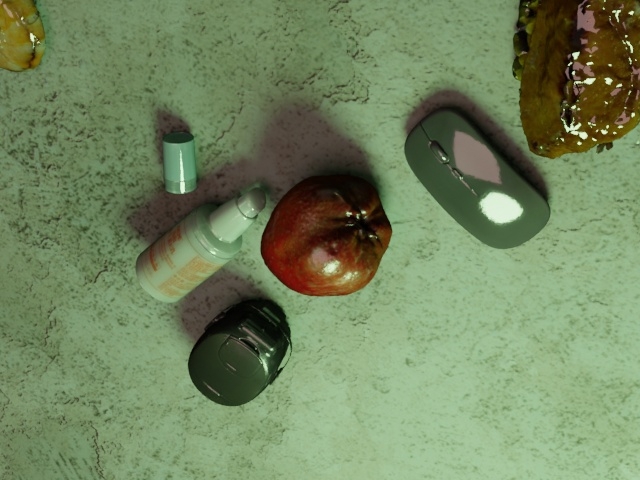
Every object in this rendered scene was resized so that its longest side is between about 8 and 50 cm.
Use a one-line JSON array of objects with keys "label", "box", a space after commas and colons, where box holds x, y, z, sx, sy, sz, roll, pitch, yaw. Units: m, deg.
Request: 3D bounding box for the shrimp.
[{"label": "shrimp", "box": [-0.517, -0.385, 1.601, 0.152, 0.063, 0.287, -9, 115, 37]}]

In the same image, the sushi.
[{"label": "sushi", "box": [0.334, -0.239, 1.310, 0.166, 0.179, 0.296, -1, 121, 2]}]

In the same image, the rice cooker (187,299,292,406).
[{"label": "rice cooker", "box": [-0.129, 0.181, 1.720, 0.142, 0.118, 0.203, 42, 124, -4]}]

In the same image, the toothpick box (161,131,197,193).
[{"label": "toothpick box", "box": [-0.218, -0.120, 1.631, 0.052, 0.052, 0.083, 9, 118, 16]}]

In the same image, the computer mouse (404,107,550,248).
[{"label": "computer mouse", "box": [0.219, -0.082, 1.484, 0.232, 0.057, 0.120, 46, 122, -8]}]

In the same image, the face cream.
[{"label": "face cream", "box": [-0.178, -0.002, 1.651, 0.251, 0.101, 0.101, -36, 100, 32]}]

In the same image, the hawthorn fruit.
[{"label": "hawthorn fruit", "box": [0.000, 0.000, 1.548, 0.185, 0.185, 0.202, 51, 137, -10]}]
